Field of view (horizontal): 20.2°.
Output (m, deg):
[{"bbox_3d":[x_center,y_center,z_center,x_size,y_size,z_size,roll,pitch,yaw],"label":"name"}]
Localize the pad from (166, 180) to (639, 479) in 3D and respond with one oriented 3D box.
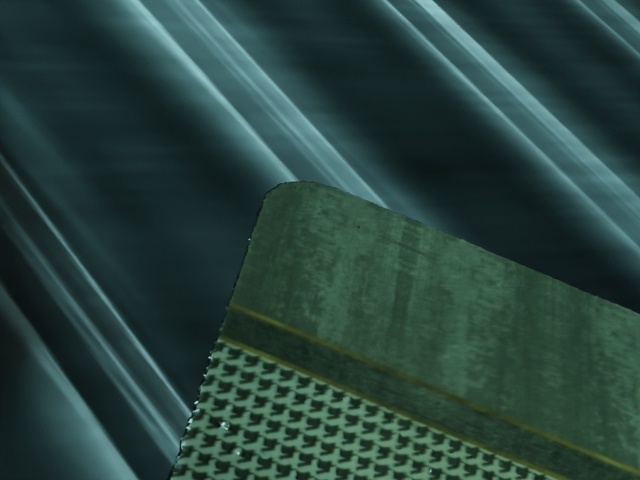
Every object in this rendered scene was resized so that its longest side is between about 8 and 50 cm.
[{"bbox_3d":[-0.016,0.015,0.466,0.323,0.055,0.250,39,27,-15],"label":"pad"}]
